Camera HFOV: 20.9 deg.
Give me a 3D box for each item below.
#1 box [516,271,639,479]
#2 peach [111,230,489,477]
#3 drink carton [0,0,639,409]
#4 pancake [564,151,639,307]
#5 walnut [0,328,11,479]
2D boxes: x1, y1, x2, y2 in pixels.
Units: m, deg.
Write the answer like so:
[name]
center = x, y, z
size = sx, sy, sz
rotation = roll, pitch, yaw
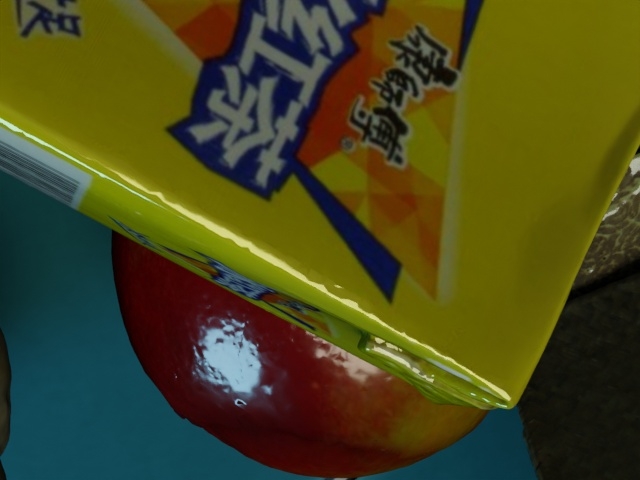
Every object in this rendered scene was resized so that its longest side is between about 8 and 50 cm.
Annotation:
[box]
center = 0.217, 0.151, 0.833
size = 0.184, 0.273, 0.143
rotation = -23, 140, 8
[peach]
center = 0.000, 0.000, 0.736
size = 0.197, 0.197, 0.197
rotation = -6, 129, -7
[drink carton]
center = -0.063, -0.090, 0.584
size = 0.351, 0.111, 0.154
rotation = 28, 81, -6
[pancake]
center = 0.162, 0.000, 0.874
size = 0.115, 0.011, 0.115
rotation = -7, 130, -8
[walnut]
center = -0.241, 0.082, 0.738
size = 0.224, 0.224, 0.224
rotation = -6, 129, -7
